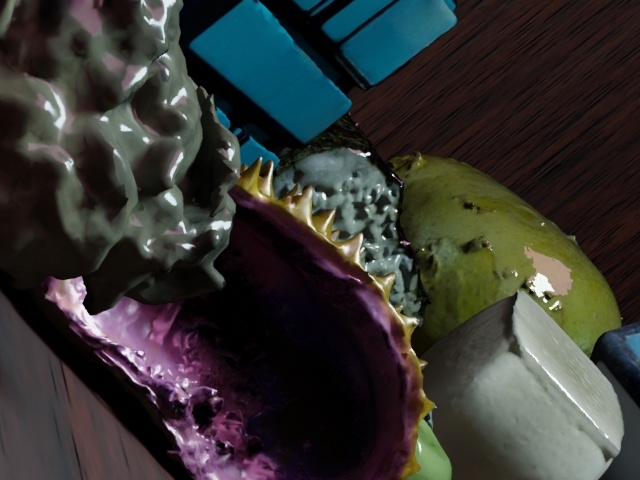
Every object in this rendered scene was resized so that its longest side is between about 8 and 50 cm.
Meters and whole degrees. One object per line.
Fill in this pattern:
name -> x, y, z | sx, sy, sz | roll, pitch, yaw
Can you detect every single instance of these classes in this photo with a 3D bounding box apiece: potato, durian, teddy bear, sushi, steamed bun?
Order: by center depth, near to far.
teddy bear -> -0.145, -0.141, 0.813 | 0.357, 0.224, 0.367 | -19, 64, -47
durian -> -0.065, 0.036, 0.969 | 0.186, 0.154, 0.260 | 14, -38, 57
steamed bun -> 0.136, 0.146, 1.469 | 0.146, 0.164, 0.241 | 49, 12, -3
sushi -> 0.000, 0.000, 1.556 | 0.115, 0.147, 0.212 | 49, -15, 57
potato -> 0.136, 0.044, 1.878 | 0.359, 0.219, 0.269 | 47, -7, 35

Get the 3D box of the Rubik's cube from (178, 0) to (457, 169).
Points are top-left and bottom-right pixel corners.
Rubik's cube -> -0.106, -0.220, 1.344 | 0.293, 0.283, 0.288 | 52, 5, 21

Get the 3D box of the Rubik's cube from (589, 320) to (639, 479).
Rubik's cube -> 0.427, 0.254, 1.766 | 0.318, 0.316, 0.313 | 55, -31, 36

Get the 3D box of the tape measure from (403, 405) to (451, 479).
tape measure -> 0.019, 0.113, 1.183 | 0.154, 0.087, 0.177 | 55, 9, 27
